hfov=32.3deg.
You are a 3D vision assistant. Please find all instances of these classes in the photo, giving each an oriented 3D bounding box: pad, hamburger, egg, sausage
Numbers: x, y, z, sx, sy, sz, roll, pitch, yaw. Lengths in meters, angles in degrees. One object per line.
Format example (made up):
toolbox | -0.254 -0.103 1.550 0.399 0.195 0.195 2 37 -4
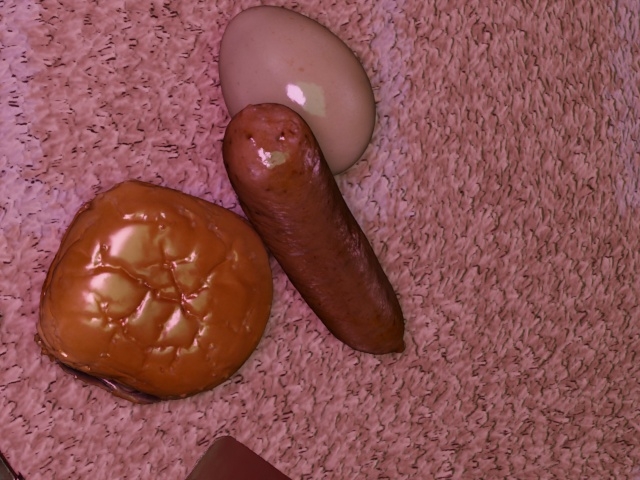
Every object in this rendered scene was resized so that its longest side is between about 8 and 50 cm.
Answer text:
pad | -0.153 0.425 1.565 0.181 0.004 0.267 40 79 -18
hamburger | -0.211 0.076 1.446 0.318 0.158 0.319 -3 97 -22
egg | -0.035 -0.200 1.484 0.188 0.188 0.254 -41 97 -15
sausage | -0.002 -0.001 1.458 0.123 0.136 0.501 -51 141 -19

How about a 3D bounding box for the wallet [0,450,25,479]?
wallet | -0.427 0.374 1.440 0.137 0.031 0.255 -34 104 -16

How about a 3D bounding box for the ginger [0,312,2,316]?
ginger | -0.495 0.133 1.377 0.204 0.080 0.104 -21 94 -17
